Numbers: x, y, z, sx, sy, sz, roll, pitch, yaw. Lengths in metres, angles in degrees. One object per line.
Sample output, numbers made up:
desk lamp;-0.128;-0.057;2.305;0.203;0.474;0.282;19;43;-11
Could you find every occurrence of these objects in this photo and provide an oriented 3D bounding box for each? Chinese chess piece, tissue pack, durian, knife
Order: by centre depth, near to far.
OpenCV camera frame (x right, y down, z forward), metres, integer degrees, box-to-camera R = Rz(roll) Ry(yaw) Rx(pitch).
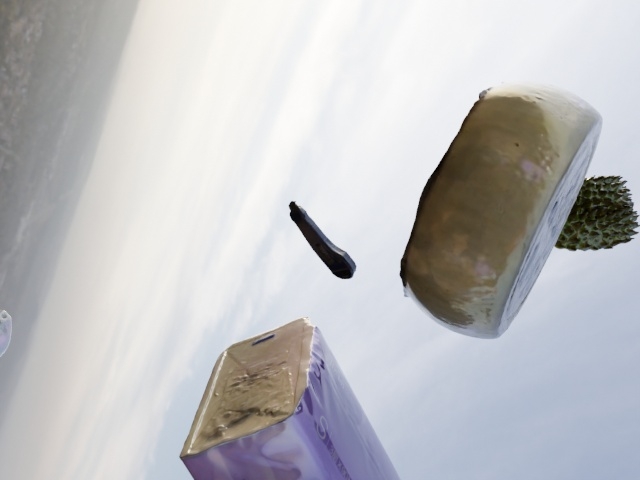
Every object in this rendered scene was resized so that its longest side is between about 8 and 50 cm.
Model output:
Chinese chess piece;0.181;-0.028;0.604;0.257;0.104;0.257;-47;151;-35
tissue pack;-0.002;0.295;0.740;0.160;0.338;0.242;-24;-163;12
knife;0.000;0.000;0.753;0.031;0.121;0.018;-34;-170;37
durian;0.570;-0.053;1.326;0.169;0.351;0.158;-18;-97;63

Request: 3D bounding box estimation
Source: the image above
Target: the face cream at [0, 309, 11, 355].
face cream;-0.492;0.175;0.661;0.102;0.102;0.345;-63;173;25
